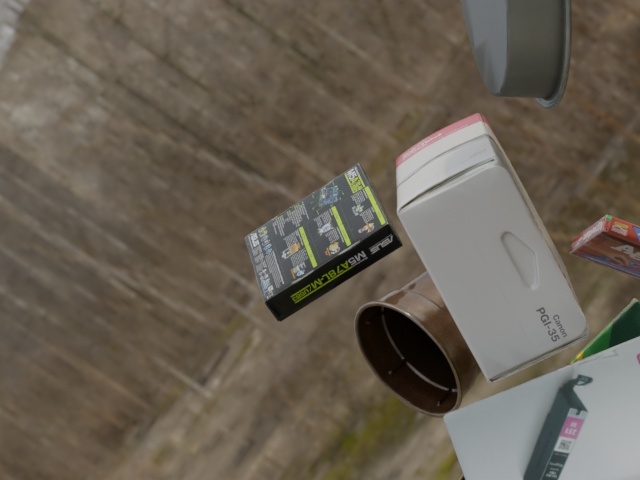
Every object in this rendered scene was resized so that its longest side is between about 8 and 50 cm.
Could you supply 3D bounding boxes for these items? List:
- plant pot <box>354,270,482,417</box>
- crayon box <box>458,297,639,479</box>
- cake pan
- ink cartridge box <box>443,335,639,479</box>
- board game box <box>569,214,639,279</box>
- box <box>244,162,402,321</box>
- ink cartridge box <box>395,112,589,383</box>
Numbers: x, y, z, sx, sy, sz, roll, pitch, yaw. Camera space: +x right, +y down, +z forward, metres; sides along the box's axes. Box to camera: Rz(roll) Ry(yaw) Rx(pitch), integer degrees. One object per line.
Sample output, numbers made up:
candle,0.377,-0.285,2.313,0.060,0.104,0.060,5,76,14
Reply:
plant pot,0.157,0.100,1.923,0.165,0.167,0.167,-38,-6,-30
crayon box,0.251,0.223,1.744,0.318,0.081,0.202,-38,-18,-33
cake pan,0.168,-0.262,1.455,0.293,0.054,0.293,171,90,-87
ink cartridge box,0.278,0.220,1.425,0.275,0.238,0.060,-24,-18,14
board game box,0.472,0.040,2.039,0.145,0.281,0.027,121,167,-74
box,0.000,0.000,2.016,0.184,0.045,0.190,-31,27,4
ink cartridge box,0.171,-0.001,1.648,0.117,0.207,0.283,-27,10,9
